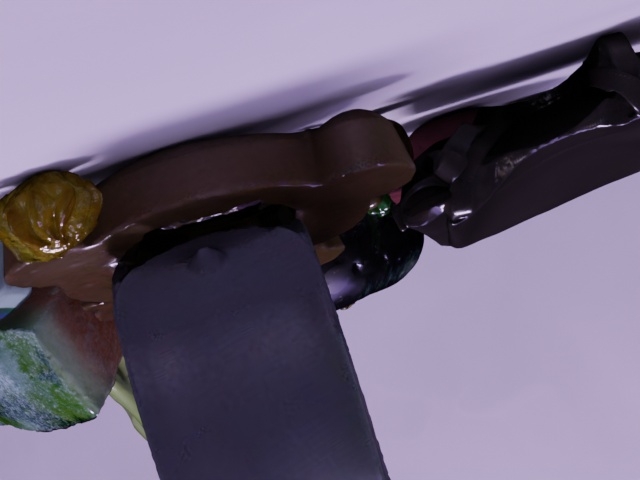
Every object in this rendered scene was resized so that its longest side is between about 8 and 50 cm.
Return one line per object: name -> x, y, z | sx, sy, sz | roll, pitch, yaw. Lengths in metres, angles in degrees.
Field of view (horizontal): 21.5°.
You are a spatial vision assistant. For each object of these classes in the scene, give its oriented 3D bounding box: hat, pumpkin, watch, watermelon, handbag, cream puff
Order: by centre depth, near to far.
cream puff -> -0.186, -0.016, 1.160 | 0.083, 0.058, 0.083 | -19, 179, 25
watch -> -0.050, 0.106, 1.301 | 0.314, 0.327, 0.335 | -16, 167, -2
handbag -> 0.197, -0.087, 1.450 | 0.285, 0.113, 0.257 | -24, 178, 10
watermelon -> -0.235, 0.047, 1.560 | 0.193, 0.140, 0.257 | -7, -142, 41
hat -> 0.146, -0.087, 1.703 | 0.205, 0.089, 0.205 | -19, -177, 1
pumpkin -> 0.000, 0.000, 1.854 | 0.233, 0.163, 0.233 | -18, -179, 0

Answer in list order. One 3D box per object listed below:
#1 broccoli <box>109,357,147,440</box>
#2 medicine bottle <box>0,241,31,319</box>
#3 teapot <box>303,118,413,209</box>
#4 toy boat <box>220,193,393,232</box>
broccoli -> -0.250, 0.111, 2.082 | 0.288, 0.260, 0.235 | -33, 142, -11
medicine bottle -> -0.304, 0.036, 1.321 | 0.121, 0.083, 0.229 | -16, 178, -1
teapot -> 0.028, -0.068, 1.430 | 0.080, 0.085, 0.110 | -22, 156, 24
toy boat -> -0.042, -0.034, 1.539 | 0.229, 0.088, 0.089 | -17, 179, -20
